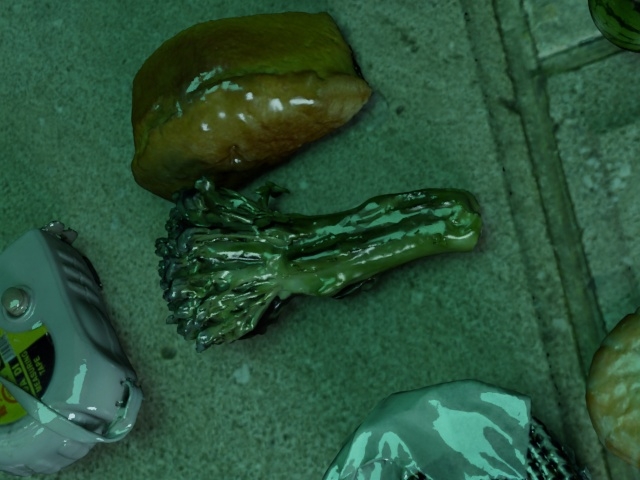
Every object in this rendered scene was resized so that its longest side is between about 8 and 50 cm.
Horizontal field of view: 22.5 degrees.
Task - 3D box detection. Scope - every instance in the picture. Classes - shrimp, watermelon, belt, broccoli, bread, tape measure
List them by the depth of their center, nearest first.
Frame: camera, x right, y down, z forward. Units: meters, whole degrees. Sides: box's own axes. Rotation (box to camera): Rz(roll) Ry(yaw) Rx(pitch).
[{"bbox_3d":[0.347,0.155,1.298,0.296,0.058,0.169,41,96,31],"label":"shrimp"},{"bbox_3d":[0.126,0.235,1.335,0.207,0.150,0.257,-36,66,7],"label":"belt"},{"bbox_3d":[0.281,-0.206,1.384,0.109,0.109,0.109,-6,76,26],"label":"watermelon"},{"bbox_3d":[-0.001,0.004,1.472,0.304,0.145,0.165,-10,78,12],"label":"broccoli"},{"bbox_3d":[-0.094,-0.133,1.536,0.260,0.134,0.129,-26,67,20],"label":"bread"},{"bbox_3d":[-0.284,0.128,1.583,0.197,0.120,0.236,-35,61,10],"label":"tape measure"}]
